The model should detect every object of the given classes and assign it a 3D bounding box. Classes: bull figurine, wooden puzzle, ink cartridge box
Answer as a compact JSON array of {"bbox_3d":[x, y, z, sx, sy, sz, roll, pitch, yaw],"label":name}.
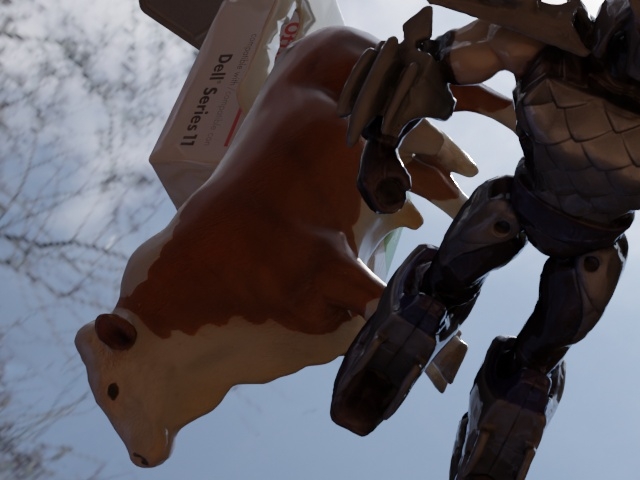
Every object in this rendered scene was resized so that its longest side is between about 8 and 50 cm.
[{"bbox_3d":[0.000,0.000,0.823,0.188,0.101,0.310,22,-125,4],"label":"bull figurine"},{"bbox_3d":[-0.134,-0.292,1.560,0.044,0.221,0.238,-30,-130,-23],"label":"wooden puzzle"},{"bbox_3d":[-0.037,-0.077,1.360,0.353,0.119,0.207,66,-145,-46],"label":"ink cartridge box"}]

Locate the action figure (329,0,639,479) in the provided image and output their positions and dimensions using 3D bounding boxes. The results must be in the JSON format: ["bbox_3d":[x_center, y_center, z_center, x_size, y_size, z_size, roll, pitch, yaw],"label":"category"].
[{"bbox_3d":[0.090,0.000,0.583,0.185,0.285,0.099,31,-132,9],"label":"action figure"}]
